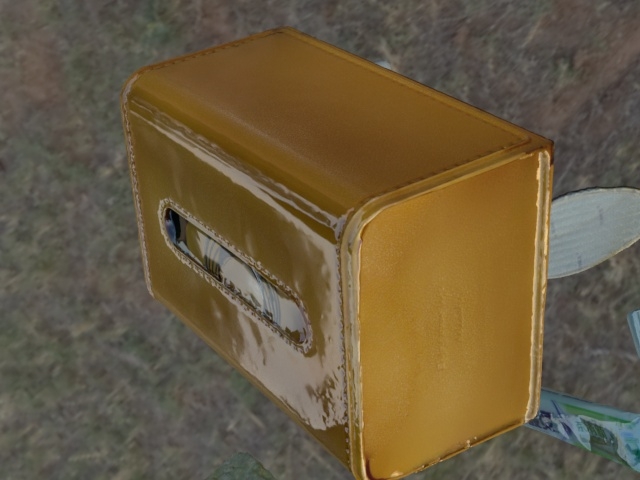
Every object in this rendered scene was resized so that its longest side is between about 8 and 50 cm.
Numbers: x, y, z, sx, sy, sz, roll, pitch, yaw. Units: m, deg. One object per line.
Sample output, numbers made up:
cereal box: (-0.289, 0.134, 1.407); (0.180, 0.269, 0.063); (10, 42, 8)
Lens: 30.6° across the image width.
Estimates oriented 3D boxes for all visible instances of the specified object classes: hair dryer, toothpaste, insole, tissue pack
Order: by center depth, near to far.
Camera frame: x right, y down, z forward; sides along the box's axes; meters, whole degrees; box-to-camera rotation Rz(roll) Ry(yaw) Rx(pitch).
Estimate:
tissue pack: (0.000, 0.000, 0.746); (0.274, 0.145, 0.194); (34, 137, 49)
toothpaste: (0.268, 0.191, 1.234); (0.297, 0.048, 0.075); (8, 118, 70)
hair dryer: (0.425, 0.097, 1.417); (0.124, 0.038, 0.063); (-45, 48, 51)
insole: (0.250, 0.009, 1.466); (0.348, 0.009, 0.119); (-14, 119, 4)

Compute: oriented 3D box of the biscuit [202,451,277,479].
biscuit: (-0.032, 0.208, 0.656); (0.199, 0.121, 0.040); (30, 150, 47)

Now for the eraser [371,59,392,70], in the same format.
eraser: (0.049, -0.018, 1.219); (0.189, 0.104, 0.290); (-27, 83, 50)
